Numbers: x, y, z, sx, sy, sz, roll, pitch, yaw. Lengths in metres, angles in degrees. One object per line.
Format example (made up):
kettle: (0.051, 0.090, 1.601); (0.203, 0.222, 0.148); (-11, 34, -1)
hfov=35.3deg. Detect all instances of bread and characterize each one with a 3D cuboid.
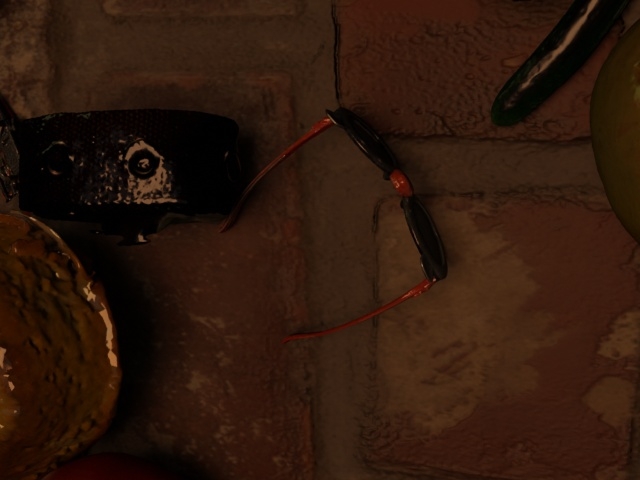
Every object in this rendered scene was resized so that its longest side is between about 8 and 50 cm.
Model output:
bread: (-0.423, 0.150, 1.250); (0.358, 0.204, 0.337); (-42, 85, 25)

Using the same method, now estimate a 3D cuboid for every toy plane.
toy plane: (-0.417, -0.131, 1.378); (0.130, 0.061, 0.189); (-37, 81, 23)

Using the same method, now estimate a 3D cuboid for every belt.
belt: (-0.233, -0.074, 1.237); (0.289, 0.184, 0.164); (0, 84, 23)

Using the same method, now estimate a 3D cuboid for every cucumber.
cucumber: (0.279, -0.232, 1.075); (0.056, 0.056, 0.284); (43, 113, 13)

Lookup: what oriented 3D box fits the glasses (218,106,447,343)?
glasses: (0.000, 0.000, 1.186); (0.268, 0.118, 0.234); (-35, 84, 23)

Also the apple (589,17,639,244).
apple: (0.410, -0.084, 0.891); (0.304, 0.338, 0.339); (-9, 92, 39)

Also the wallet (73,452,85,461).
wallet: (-0.436, 0.216, 1.421); (0.250, 0.075, 0.176); (20, 107, 19)

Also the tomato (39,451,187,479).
tomato: (-0.263, 0.433, 1.238); (0.325, 0.290, 0.293); (20, 114, -26)
